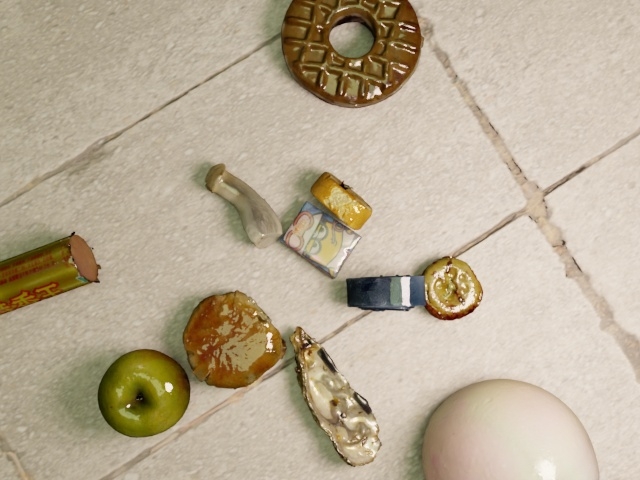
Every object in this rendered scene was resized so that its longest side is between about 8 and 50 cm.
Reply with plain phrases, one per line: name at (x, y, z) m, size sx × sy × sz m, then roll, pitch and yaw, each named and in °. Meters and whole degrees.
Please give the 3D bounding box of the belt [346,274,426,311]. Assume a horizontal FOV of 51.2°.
belt at (0.141, 0.117, 1.472) m, size 0.190 × 0.141 × 0.082 m, roll -5°, pitch 84°, yaw 37°

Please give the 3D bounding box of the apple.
apple at (-0.380, 0.329, 1.451) m, size 0.196 × 0.157 × 0.196 m, roll 0°, pitch 86°, yaw 0°

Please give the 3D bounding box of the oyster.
oyster at (0.024, 0.348, 1.505) m, size 0.129 × 0.078 × 0.345 m, roll -29°, pitch 84°, yaw -24°

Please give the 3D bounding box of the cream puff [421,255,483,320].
cream puff at (0.291, 0.110, 1.515) m, size 0.149 × 0.084 × 0.149 m, roll 0°, pitch 82°, yaw -1°

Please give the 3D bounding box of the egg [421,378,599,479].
egg at (0.400, 0.470, 1.365) m, size 0.354 × 0.340 × 0.354 m, roll 0°, pitch 84°, yaw -1°

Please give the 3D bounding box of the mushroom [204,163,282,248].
mushroom at (-0.176, -0.084, 1.526) m, size 0.092 × 0.081 × 0.223 m, roll -36°, pitch 84°, yaw -23°

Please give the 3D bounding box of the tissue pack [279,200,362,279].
tissue pack at (0.000, 0.000, 1.528) m, size 0.155 × 0.065 × 0.115 m, roll 34°, pitch 85°, yaw 1°

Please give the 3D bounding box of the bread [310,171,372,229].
bread at (0.052, -0.093, 1.509) m, size 0.149 × 0.122 × 0.073 m, roll 41°, pitch 99°, yaw 8°

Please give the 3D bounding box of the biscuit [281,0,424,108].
biscuit at (0.069, -0.466, 1.546) m, size 0.332 × 0.103 × 0.332 m, roll 0°, pitch 86°, yaw -2°

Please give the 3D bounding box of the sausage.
sausage at (-0.664, 0.088, 1.481) m, size 0.317 × 0.125 × 0.117 m, roll -20°, pitch 45°, yaw -3°

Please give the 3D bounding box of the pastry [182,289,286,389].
pastry at (-0.189, 0.223, 1.492) m, size 0.229 × 0.100 × 0.218 m, roll 12°, pitch 82°, yaw 5°
